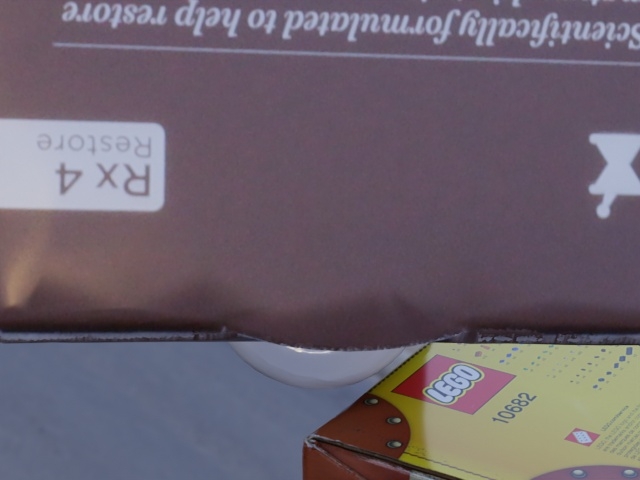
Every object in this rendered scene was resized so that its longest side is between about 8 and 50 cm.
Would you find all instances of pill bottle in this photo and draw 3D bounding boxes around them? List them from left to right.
[{"bbox_3d":[0.000,0.000,1.129,0.121,0.121,0.221,27,12,-6],"label":"pill bottle"}]

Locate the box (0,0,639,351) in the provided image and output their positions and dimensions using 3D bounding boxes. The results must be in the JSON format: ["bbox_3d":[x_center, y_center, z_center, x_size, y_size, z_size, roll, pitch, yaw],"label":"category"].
[{"bbox_3d":[-0.027,-0.031,0.675,0.191,0.143,0.381,1,-1,-11],"label":"box"}]

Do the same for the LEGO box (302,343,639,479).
[{"bbox_3d":[0.205,0.202,1.239,0.193,0.372,0.500,14,28,30],"label":"LEGO box"}]
